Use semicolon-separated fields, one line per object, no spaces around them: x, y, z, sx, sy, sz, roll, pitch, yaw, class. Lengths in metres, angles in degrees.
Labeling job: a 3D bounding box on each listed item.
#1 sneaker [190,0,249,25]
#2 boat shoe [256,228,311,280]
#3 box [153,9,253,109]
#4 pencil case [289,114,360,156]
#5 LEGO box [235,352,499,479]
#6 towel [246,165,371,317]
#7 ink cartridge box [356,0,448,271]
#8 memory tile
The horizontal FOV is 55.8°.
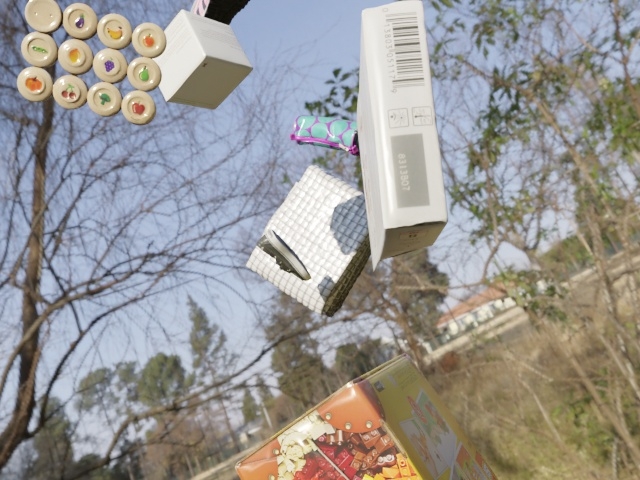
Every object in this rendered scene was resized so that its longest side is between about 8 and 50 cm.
-0.264;-0.613;1.523;0.112;0.131;0.319;4;-37;-43;sneaker
-0.068;0.034;1.139;0.040;0.049;0.142;-36;-54;6;boat shoe
-0.176;-0.259;0.881;0.102;0.087;0.101;-38;-18;30;box
0.019;-0.214;1.225;0.070;0.152;0.064;-53;-35;-35;pencil case
0.133;0.392;0.917;0.193;0.372;0.500;-37;-15;9;LEGO box
0.000;0.000;1.368;0.283;0.235;0.121;-59;-27;0;towel
0.070;-0.079;0.577;0.066;0.189;0.232;-6;-12;5;ink cartridge box
-0.246;-0.194;0.654;0.148;0.113;0.012;11;8;-10;memory tile
